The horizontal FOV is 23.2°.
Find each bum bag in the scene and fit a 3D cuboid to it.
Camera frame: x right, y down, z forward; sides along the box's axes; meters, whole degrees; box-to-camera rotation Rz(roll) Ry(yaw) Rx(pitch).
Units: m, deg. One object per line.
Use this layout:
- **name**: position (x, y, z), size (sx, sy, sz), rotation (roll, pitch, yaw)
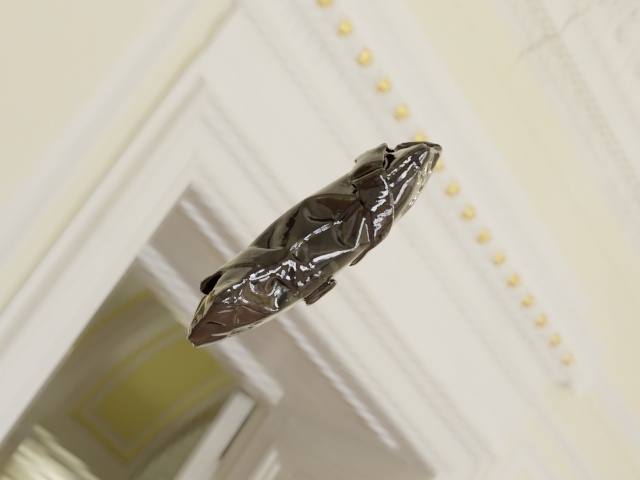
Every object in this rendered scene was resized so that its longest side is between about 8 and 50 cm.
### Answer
- **bum bag**: position (0.000, 0.000, 1.589), size (0.095, 0.340, 0.144), rotation (53, -16, 3)
